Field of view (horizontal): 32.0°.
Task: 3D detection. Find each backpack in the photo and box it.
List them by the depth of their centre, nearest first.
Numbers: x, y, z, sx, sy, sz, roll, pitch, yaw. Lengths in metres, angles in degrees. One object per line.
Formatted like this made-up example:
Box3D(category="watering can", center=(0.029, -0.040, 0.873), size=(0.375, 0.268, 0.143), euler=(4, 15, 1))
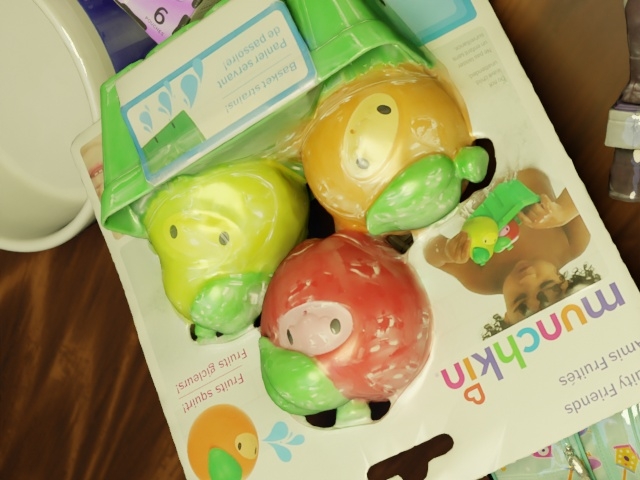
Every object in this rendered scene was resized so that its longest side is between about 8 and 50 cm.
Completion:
Box3D(category="backpack", center=(0.177, 0.113, 0.757), size=(0.144, 0.166, 0.188), euler=(-28, 100, 37))

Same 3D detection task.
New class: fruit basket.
Box3D(category="fruit basket", center=(0.000, 0.000, 0.717), size=(0.327, 0.165, 0.353), euler=(-29, 63, 20))

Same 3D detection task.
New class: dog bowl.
Box3D(category="dog bowl", center=(-0.255, -0.129, 0.937), size=(0.265, 0.104, 0.264), euler=(14, 121, 25))

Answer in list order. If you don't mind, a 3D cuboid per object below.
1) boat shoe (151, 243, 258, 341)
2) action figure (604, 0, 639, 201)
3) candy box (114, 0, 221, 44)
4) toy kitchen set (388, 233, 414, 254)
Box3D(category="boat shoe", center=(-0.108, 0.080, 0.962), size=(0.103, 0.092, 0.285), euler=(6, 117, 29))
Box3D(category="action figure", center=(0.209, -0.162, 0.646), size=(0.185, 0.099, 0.284), euler=(10, 115, 35))
Box3D(category="candy box", center=(-0.105, -0.265, 0.796), size=(0.165, 0.070, 0.196), euler=(45, 129, 4))
Box3D(category="toy kitchen set", center=(0.055, -0.018, 0.827), size=(0.083, 0.068, 0.075), euler=(39, 128, 9))
